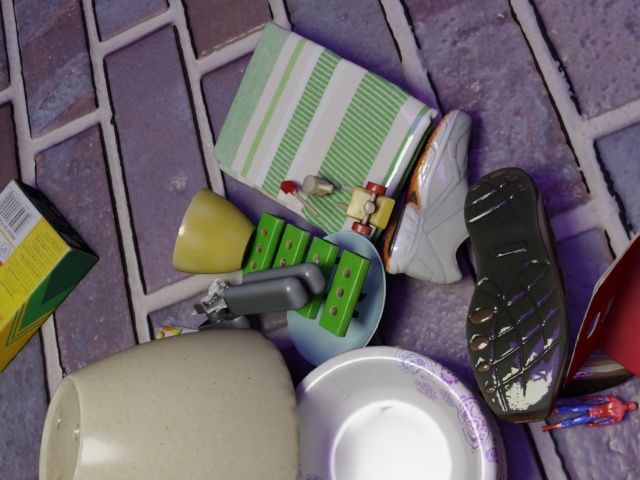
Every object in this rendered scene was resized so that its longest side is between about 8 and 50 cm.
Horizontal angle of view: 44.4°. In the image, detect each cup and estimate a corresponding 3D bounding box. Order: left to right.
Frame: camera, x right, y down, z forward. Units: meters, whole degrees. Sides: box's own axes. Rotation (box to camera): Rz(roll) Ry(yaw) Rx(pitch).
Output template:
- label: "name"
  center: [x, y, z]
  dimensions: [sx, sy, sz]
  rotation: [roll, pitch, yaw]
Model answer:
- label: "cup"
  center: [-0.212, 0.263, 0.988]
  dimensions: [0.331, 0.237, 0.331]
  rotation: [-25, 60, 53]

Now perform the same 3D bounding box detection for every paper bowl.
- label: "paper bowl"
  center: [0.090, 0.281, 0.987]
  dimensions: [0.284, 0.148, 0.284]
  rotation: [-6, 73, 21]

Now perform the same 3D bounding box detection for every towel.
- label: "towel"
  center: [-0.006, -0.156, 1.180]
  dimensions: [0.325, 0.038, 0.247]
  rotation: [33, 106, 28]

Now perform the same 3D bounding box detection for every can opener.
- label: "can opener"
  center: [-0.090, 0.086, 1.108]
  dimensions: [0.280, 0.074, 0.093]
  rotation: [-19, 107, 52]

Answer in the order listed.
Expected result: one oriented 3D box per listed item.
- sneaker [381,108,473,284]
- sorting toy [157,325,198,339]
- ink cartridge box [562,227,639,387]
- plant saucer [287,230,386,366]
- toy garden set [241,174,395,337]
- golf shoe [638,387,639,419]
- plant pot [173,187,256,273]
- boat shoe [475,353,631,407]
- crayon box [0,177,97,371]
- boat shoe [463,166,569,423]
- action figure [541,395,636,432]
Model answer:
- label: "sneaker"
  center: [0.178, -0.056, 1.090]
  dimensions: [0.121, 0.099, 0.262]
  rotation: [22, 74, -1]
- label: "sorting toy"
  center: [-0.211, 0.168, 1.209]
  dimensions: [0.075, 0.045, 0.083]
  rotation: [-4, 73, 2]
- label: "ink cartridge box"
  center: [0.393, 0.049, 0.804]
  dimensions: [0.130, 0.309, 0.272]
  rotation: [39, 76, 27]
- label: "plant saucer"
  center: [0.030, 0.084, 1.106]
  dimensions: [0.195, 0.037, 0.194]
  rotation: [-18, 64, 43]
- label: "toy garden set"
  center: [0.000, 0.000, 1.105]
  dimensions: [0.244, 0.049, 0.203]
  rotation: [26, 99, 50]
- label: "golf shoe"
  center: [0.403, 0.228, 0.909]
  dimensions: [0.069, 0.086, 0.176]
  rotation: [-2, 73, 24]
- label: "plant pot"
  center: [-0.153, -0.002, 1.189]
  dimensions: [0.095, 0.134, 0.134]
  rotation: [20, 83, 4]
- label: "boat shoe"
  center: [0.288, 0.159, 0.991]
  dimensions: [0.190, 0.068, 0.072]
  rotation: [-12, 55, 18]
- label: "crayon box"
  center: [-0.556, 0.079, 1.347]
  dimensions: [0.318, 0.081, 0.202]
  rotation: [-48, 64, 3]
- label: "boat shoe"
  center: [0.257, 0.066, 0.977]
  dimensions: [0.123, 0.120, 0.323]
  rotation: [-12, 59, 30]
- label: "action figure"
  center: [0.332, 0.214, 0.973]
  dimensions: [0.115, 0.030, 0.038]
  rotation: [-13, 76, 18]
